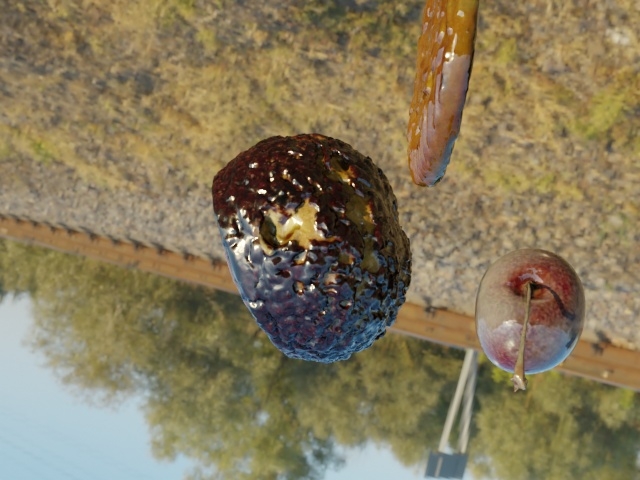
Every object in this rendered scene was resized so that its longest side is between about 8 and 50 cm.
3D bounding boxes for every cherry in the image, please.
[{"bbox_3d":[0.199,0.101,0.855,0.115,0.188,0.148,29,145,-19],"label":"cherry"}]

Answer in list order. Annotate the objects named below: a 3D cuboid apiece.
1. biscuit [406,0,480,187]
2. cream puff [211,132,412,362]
[{"bbox_3d":[0.084,-0.129,0.605,0.027,0.188,0.188,8,173,0],"label":"biscuit"},{"bbox_3d":[0.000,0.000,0.859,0.164,0.239,0.239,-21,163,12],"label":"cream puff"}]
